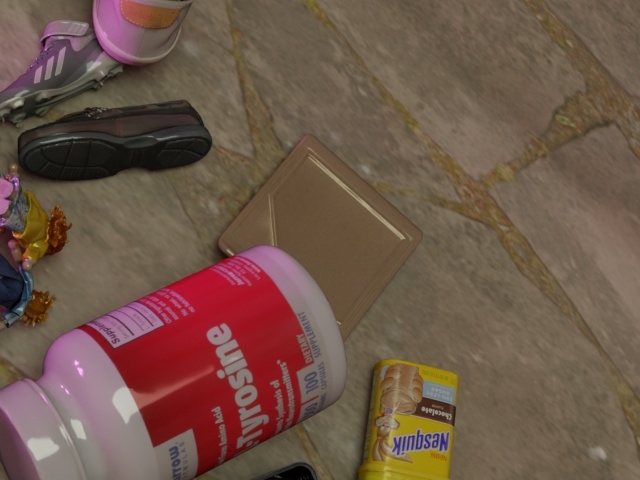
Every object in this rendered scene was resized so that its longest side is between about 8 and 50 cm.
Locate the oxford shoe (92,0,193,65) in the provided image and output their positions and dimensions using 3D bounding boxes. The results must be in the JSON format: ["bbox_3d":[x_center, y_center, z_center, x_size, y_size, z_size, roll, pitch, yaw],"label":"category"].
[{"bbox_3d":[-0.233,-0.453,2.026,0.169,0.130,0.449,8,62,-21],"label":"oxford shoe"}]

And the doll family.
[{"bbox_3d":[-0.382,0.028,1.836,0.118,0.163,0.263,6,68,22],"label":"doll family"}]

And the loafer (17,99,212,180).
[{"bbox_3d":[-0.278,-0.139,1.968,0.267,0.096,0.084,-5,57,-29],"label":"loafer"}]

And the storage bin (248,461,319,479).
[{"bbox_3d":[-0.082,0.367,1.888,0.180,0.084,0.122,-18,82,-24],"label":"storage bin"}]

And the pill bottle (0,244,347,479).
[{"bbox_3d":[-0.189,0.181,1.821,0.407,0.229,0.229,-25,85,-25],"label":"pill bottle"}]

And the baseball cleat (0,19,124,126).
[{"bbox_3d":[-0.363,-0.226,1.968,0.206,0.072,0.109,-26,78,-34],"label":"baseball cleat"}]

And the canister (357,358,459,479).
[{"bbox_3d":[0.121,0.255,2.006,0.126,0.073,0.170,14,69,-17],"label":"canister"}]

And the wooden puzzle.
[{"bbox_3d":[0.000,0.000,2.054,0.221,0.044,0.239,41,60,-5],"label":"wooden puzzle"}]
